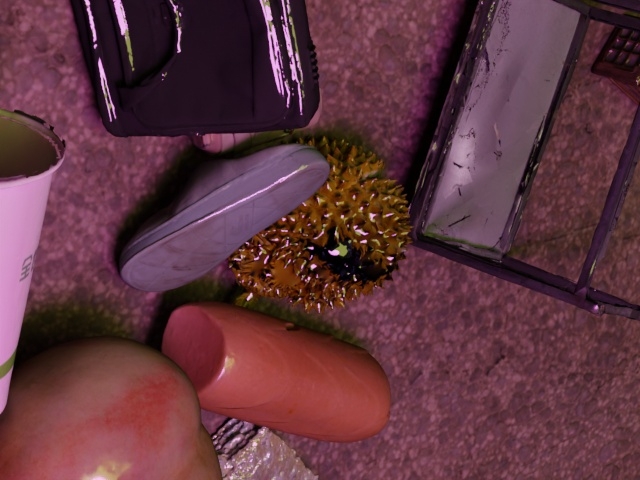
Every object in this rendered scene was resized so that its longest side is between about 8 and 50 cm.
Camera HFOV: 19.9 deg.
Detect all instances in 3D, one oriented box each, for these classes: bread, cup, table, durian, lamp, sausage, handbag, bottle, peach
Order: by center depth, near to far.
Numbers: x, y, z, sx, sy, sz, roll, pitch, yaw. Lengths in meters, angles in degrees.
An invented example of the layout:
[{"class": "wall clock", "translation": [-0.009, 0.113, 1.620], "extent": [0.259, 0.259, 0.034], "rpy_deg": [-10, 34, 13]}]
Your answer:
[{"class": "cup", "translation": [-0.369, 0.023, 1.682], "extent": [0.253, 0.253, 0.274], "rpy_deg": [-7, 115, -34]}, {"class": "handbag", "translation": [-0.132, -0.227, 1.781], "extent": [0.088, 0.244, 0.275], "rpy_deg": [-58, 142, -56]}, {"class": "peach", "translation": [-0.233, 0.246, 1.826], "extent": [0.292, 0.247, 0.292], "rpy_deg": [-41, 141, -45]}, {"class": "bottle", "translation": [-0.081, -0.138, 1.917], "extent": [0.152, 0.099, 0.099], "rpy_deg": [-22, 116, -28]}, {"class": "durian", "translation": [0.000, 0.000, 1.991], "extent": [0.237, 0.138, 0.193], "rpy_deg": [-52, 126, -9]}, {"class": "sausage", "translation": [-0.040, 0.149, 2.005], "extent": [0.304, 0.121, 0.121], "rpy_deg": [21, 92, -45]}, {"class": "table", "translation": [0.302, -0.105, 2.059], "extent": [0.222, 0.272, 0.335], "rpy_deg": [12, 97, -53]}, {"class": "bread", "translation": [-0.078, 0.276, 2.069], "extent": [0.232, 0.064, 0.172], "rpy_deg": [-2, 107, -36]}, {"class": "lamp", "translation": [0.479, -0.162, 2.312], "extent": [0.325, 0.090, 0.089], "rpy_deg": [36, 84, -36]}]

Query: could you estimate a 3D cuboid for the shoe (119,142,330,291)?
[{"class": "shoe", "translation": [-0.111, -0.042, 1.915], "extent": [0.251, 0.100, 0.103], "rpy_deg": [-30, 150, 9]}]
